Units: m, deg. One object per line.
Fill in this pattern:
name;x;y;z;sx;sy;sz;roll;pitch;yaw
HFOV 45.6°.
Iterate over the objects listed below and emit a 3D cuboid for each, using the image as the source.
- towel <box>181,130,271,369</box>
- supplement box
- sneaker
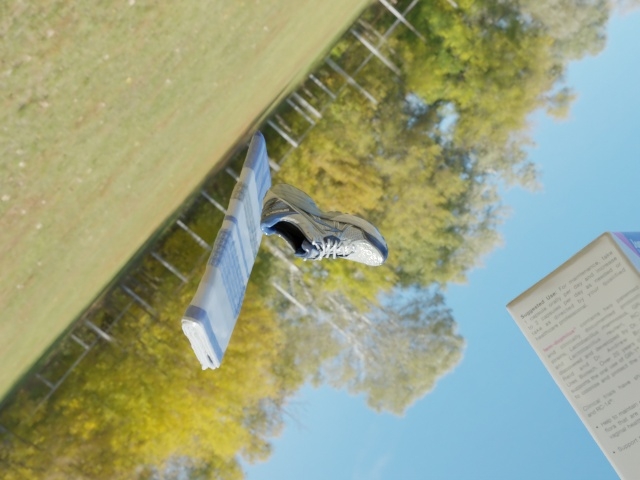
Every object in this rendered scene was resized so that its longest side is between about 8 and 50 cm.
towel;-0.121;0.020;1.036;0.209;0.034;0.285;91;14;-66
supplement box;0.271;0.110;0.614;0.111;0.220;0.114;-2;144;-51
sneaker;0.000;0.000;0.741;0.052;0.135;0.058;118;-6;-47
